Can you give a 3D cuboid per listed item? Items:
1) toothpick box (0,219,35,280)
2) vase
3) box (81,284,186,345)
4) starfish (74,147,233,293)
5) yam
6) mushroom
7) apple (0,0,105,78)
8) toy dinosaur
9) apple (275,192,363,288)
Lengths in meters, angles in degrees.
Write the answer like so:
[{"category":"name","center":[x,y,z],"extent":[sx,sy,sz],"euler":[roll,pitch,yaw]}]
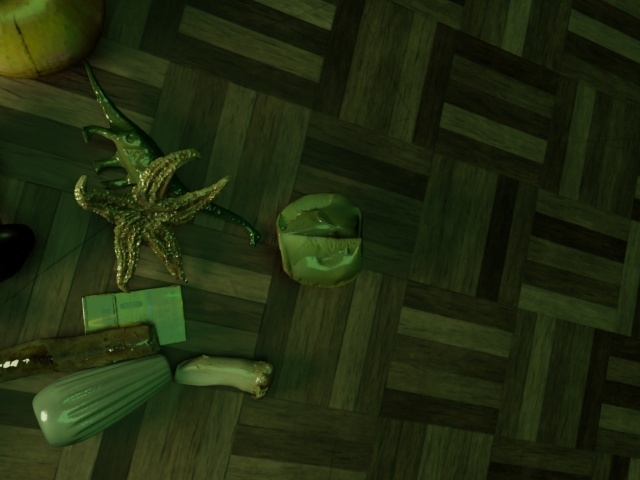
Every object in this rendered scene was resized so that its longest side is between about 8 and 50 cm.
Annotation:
[{"category":"toothpick box","center":[-0.639,-0.058,0.940],"extent":[0.192,0.192,0.294],"euler":[-21,88,-18]},{"category":"vase","center":[-0.412,0.296,1.030],"extent":[0.248,0.128,0.128],"euler":[-21,94,-27]},{"category":"box","center":[-0.380,0.162,1.092],"extent":[0.193,0.030,0.121],"euler":[-6,89,-19]},{"category":"starfish","center":[-0.324,-0.037,1.045],"extent":[0.299,0.060,0.302],"euler":[-6,118,-33]},{"category":"yam","center":[-0.470,0.213,1.014],"extent":[0.317,0.071,0.067],"euler":[-9,125,-7]},{"category":"mushroom","center":[-0.202,0.286,1.128],"extent":[0.209,0.071,0.084],"euler":[11,113,-15]},{"category":"apple","center":[-0.536,-0.431,0.962],"extent":[0.286,0.233,0.286],"euler":[0,91,-16]},{"category":"toy dinosaur","center":[-0.311,-0.168,1.102],"extent":[0.301,0.087,0.447],"euler":[-15,99,-18]},{"category":"apple","center":[0.000,0.000,1.154],"extent":[0.188,0.174,0.207],"euler":[-3,90,1]}]
